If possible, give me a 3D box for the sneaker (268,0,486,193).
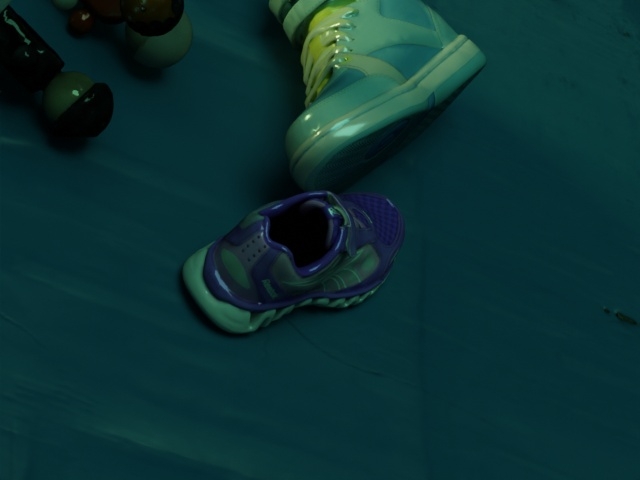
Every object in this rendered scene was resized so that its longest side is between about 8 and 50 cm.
[{"bbox_3d":[0.006,-0.167,1.606,0.208,0.127,0.319,47,31,4],"label":"sneaker"}]

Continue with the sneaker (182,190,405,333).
[{"bbox_3d":[0.000,0.000,1.463,0.236,0.104,0.095,-20,67,-48],"label":"sneaker"}]

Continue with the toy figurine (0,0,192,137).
[{"bbox_3d":[-0.160,-0.205,1.438,0.148,0.209,0.213,47,40,-3],"label":"toy figurine"}]

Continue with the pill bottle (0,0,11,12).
[{"bbox_3d":[-0.369,-0.340,1.344,0.224,0.224,0.392,-3,56,-40],"label":"pill bottle"}]
